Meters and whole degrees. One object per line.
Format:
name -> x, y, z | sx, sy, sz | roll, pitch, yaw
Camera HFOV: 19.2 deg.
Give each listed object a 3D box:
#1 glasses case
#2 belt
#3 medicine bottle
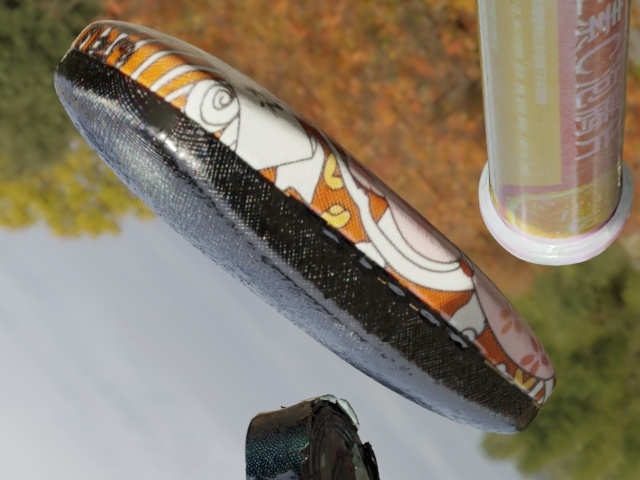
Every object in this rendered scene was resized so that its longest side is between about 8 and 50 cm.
glasses case -> 0.000, 0.000, 0.765 | 0.266, 0.067, 0.103 | 40, 172, -39
belt -> -0.004, 0.167, 1.193 | 0.105, 0.058, 0.140 | 37, -140, -52
medicine bottle -> 0.137, -0.118, 1.135 | 0.108, 0.108, 0.426 | 49, 170, 24
